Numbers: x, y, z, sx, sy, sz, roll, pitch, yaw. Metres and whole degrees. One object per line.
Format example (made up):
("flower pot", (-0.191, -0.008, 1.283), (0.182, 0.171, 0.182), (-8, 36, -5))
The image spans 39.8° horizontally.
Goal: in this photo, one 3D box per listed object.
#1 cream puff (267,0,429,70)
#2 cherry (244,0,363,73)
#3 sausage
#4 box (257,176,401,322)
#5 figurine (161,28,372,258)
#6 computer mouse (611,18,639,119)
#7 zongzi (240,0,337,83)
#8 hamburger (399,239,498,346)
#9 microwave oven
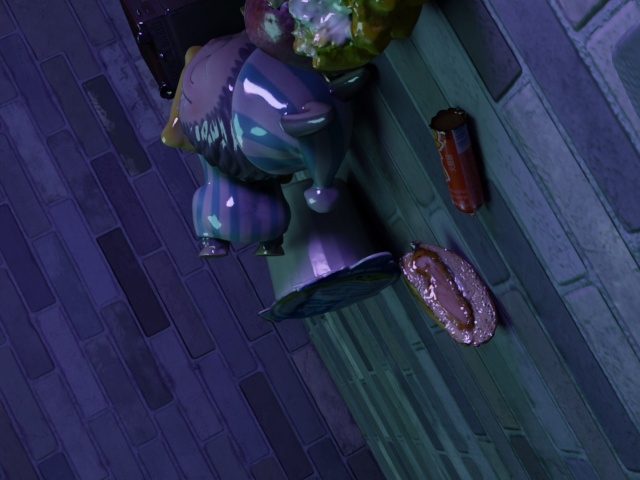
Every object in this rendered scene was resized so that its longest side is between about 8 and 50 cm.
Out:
("cream puff", (0.036, -0.285, 0.879), (0.221, 0.195, 0.195), (49, 178, -32))
("cherry", (-0.002, -0.281, 1.043), (0.140, 0.176, 0.176), (-30, 87, 56))
("sausage", (0.167, -0.085, 1.052), (0.050, 0.048, 0.145), (56, 171, 55))
("box", (0.000, 0.000, 1.591), (0.291, 0.262, 0.206), (-47, 58, 54))
("figurine", (-0.082, -0.145, 1.324), (0.378, 0.266, 0.361), (-173, 82, -71))
("computer mouse", (0.254, -0.100, 0.554), (0.231, 0.079, 0.128), (-47, -67, -85))
("zongzi", (-0.002, -0.336, 1.159), (0.194, 0.099, 0.197), (43, 135, 14))
("hamburger", (0.188, 0.080, 1.263), (0.176, 0.087, 0.102), (49, 177, 22))
("microwave oven", (-0.205, -0.382, 1.534), (0.178, 0.247, 0.188), (56, 166, 44))
